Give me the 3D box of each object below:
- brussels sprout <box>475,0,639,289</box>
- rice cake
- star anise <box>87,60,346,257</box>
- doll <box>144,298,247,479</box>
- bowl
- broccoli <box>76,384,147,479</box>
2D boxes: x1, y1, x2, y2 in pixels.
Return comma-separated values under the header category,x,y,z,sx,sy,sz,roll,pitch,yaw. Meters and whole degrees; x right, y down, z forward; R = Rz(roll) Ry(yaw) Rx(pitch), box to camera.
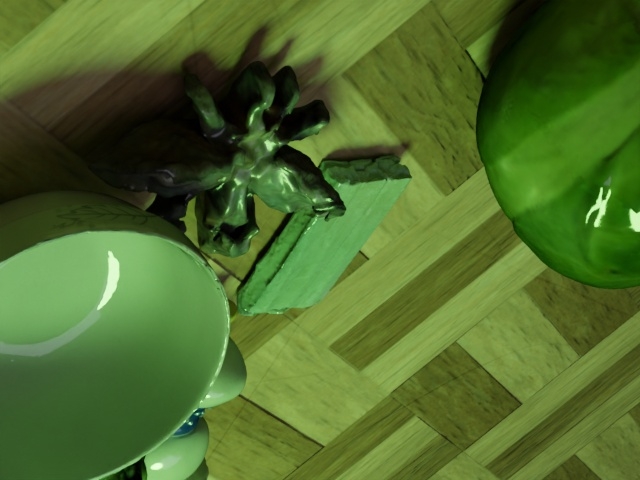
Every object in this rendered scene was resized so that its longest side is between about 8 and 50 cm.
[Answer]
category,x,y,z,sx,sy,sz,roll,pitch,yaw
brussels sprout,0.322,-0.122,1.712,0.315,0.276,0.371,-18,145,-36
rice cake,0.000,0.000,1.785,0.124,0.038,0.211,-7,140,-42
star anise,-0.073,-0.064,1.545,0.198,0.110,0.257,-37,145,1
doll,-0.154,0.183,1.819,0.138,0.119,0.293,-42,159,-49
bowl,-0.235,0.069,1.484,0.287,0.144,0.287,-15,131,-18
broccoli,-0.272,0.249,1.693,0.288,0.247,0.245,-13,-177,18
